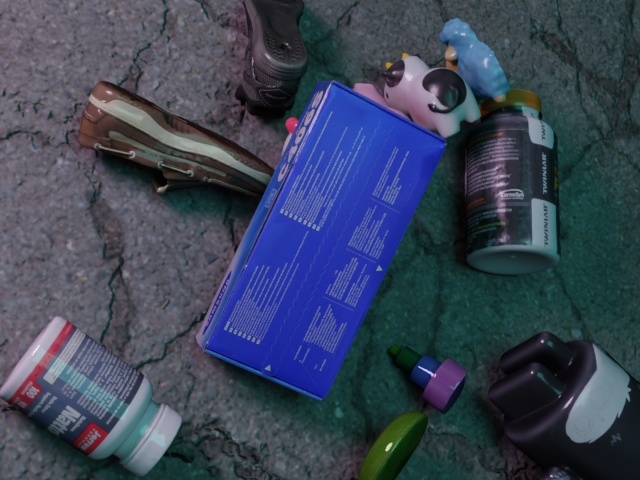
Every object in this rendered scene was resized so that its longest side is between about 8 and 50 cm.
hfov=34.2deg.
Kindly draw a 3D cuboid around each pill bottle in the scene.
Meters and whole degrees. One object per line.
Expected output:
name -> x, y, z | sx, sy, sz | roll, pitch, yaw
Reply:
pill bottle -> -0.246, 0.175, 1.135 | 0.180, 0.108, 0.108 | 37, 62, -11
pill bottle -> 0.266, -0.085, 1.452 | 0.130, 0.130, 0.246 | 11, 70, -23

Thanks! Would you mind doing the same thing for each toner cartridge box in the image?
toner cartridge box -> 0.000, 0.000, 1.249 | 0.165, 0.075, 0.348 | 26, 90, -16

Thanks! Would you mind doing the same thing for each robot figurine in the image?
robot figurine -> 0.354, 0.245, 1.373 | 0.278, 0.173, 0.209 | 39, 85, -10

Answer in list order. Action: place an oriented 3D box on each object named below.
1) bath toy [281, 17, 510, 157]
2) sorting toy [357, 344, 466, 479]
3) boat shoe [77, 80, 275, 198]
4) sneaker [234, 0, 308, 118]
bath toy -> 0.082, -0.166, 1.386 | 0.348, 0.151, 0.129 | -35, 106, -21
sorting toy -> 0.035, 0.252, 1.272 | 0.126, 0.127, 0.365 | 33, 55, 20
boat shoe -> -0.176, -0.099, 1.280 | 0.257, 0.095, 0.095 | 26, 99, -19
sneaker -> -0.071, -0.249, 1.374 | 0.087, 0.130, 0.227 | 8, 43, -19
